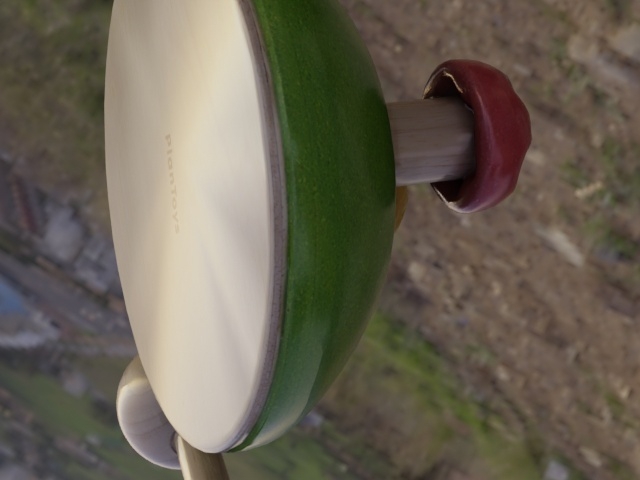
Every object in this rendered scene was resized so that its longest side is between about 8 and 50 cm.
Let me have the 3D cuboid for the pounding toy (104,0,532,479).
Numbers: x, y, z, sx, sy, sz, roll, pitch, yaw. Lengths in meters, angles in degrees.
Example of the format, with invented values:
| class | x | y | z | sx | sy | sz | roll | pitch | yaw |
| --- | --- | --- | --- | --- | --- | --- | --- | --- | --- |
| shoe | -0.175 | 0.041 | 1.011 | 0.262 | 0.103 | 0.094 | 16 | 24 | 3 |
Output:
| class | x | y | z | sx | sy | sz | roll | pitch | yaw |
| --- | --- | --- | --- | --- | --- | --- | --- | --- | --- |
| pounding toy | 0.000 | 0.000 | 0.584 | 0.183 | 0.110 | 0.237 | -133 | 42 | -57 |
